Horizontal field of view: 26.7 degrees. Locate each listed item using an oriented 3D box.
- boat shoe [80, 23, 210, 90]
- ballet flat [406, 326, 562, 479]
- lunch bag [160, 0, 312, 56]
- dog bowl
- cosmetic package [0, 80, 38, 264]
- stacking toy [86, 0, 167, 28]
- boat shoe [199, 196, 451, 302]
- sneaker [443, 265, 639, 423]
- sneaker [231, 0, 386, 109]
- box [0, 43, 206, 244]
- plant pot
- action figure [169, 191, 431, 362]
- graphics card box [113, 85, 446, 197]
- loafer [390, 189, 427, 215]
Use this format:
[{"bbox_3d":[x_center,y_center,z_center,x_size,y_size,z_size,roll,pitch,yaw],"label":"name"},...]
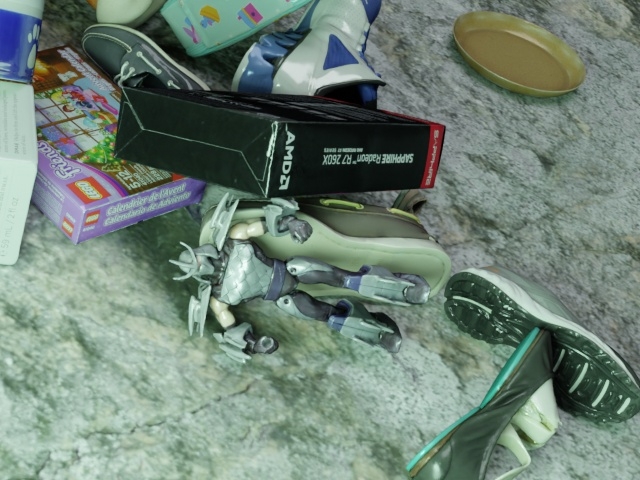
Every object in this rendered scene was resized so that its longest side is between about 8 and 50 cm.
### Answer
[{"bbox_3d":[-0.243,-0.224,1.813,0.206,0.075,0.065,32,34,7],"label":"boat shoe"},{"bbox_3d":[0.199,0.205,1.480,0.096,0.095,0.280,41,50,10],"label":"ballet flat"},{"bbox_3d":[-0.073,-0.375,1.935,0.107,0.279,0.224,61,32,-14],"label":"lunch bag"},{"bbox_3d":[-0.448,-0.246,1.511,0.265,0.104,0.265,8,4,-1],"label":"dog bowl"},{"bbox_3d":[-0.415,-0.083,1.478,0.184,0.151,0.151,5,39,-20],"label":"cosmetic package"},{"bbox_3d":[-0.372,-0.546,1.879,0.480,0.350,0.350,32,36,0],"label":"stacking toy"},{"bbox_3d":[0.000,0.000,1.617,0.325,0.116,0.096,8,33,-25],"label":"boat shoe"},{"bbox_3d":[0.282,0.113,1.627,0.271,0.100,0.108,39,34,23],"label":"sneaker"},{"bbox_3d":[0.025,-0.245,1.949,0.182,0.127,0.315,34,44,10],"label":"sneaker"},{"bbox_3d":[-0.306,-0.127,1.669,0.293,0.057,0.201,41,41,25],"label":"box"},{"bbox_3d":[0.325,-0.304,2.239,0.236,0.032,0.236,14,37,-11],"label":"plant pot"},{"bbox_3d":[-0.031,0.048,1.498,0.285,0.185,0.099,13,18,-21],"label":"action figure"},{"bbox_3d":[-0.040,-0.121,1.627,0.233,0.094,0.371,16,11,32],"label":"graphics card box"},{"bbox_3d":[0.112,-0.037,1.780,0.039,0.045,0.125,30,34,1],"label":"loafer"}]
